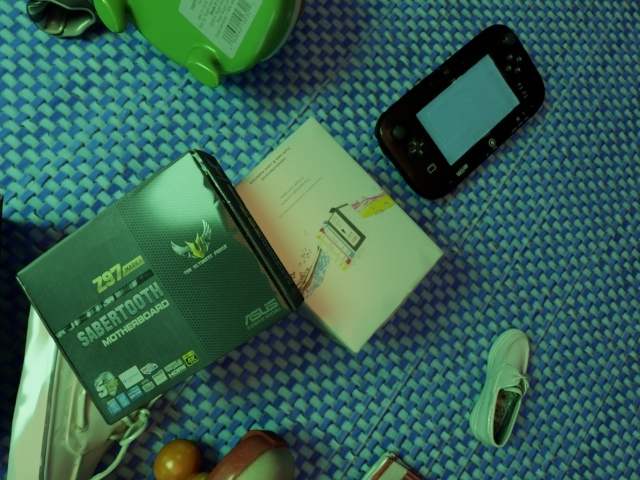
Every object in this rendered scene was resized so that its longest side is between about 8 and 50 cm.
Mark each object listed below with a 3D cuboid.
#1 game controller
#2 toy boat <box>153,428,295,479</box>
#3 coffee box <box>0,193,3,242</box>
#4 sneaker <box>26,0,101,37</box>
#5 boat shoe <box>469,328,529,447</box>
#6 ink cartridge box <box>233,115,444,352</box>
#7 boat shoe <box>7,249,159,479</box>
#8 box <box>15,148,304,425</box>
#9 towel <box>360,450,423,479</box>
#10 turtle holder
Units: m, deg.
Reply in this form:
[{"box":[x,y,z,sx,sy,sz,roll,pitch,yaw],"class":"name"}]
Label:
[{"box":[0.237,-0.212,0.658,0.319,0.067,0.166,-41,93,-12],"class":"game controller"},{"box":[-0.154,0.318,0.502,0.151,0.151,0.231,37,76,26],"class":"toy boat"},{"box":[-0.421,0.102,0.426,0.119,0.168,0.297,3,83,-40],"class":"coffee box"},{"box":[-0.387,-0.383,0.542,0.226,0.086,0.163,25,77,-9],"class":"sneaker"},{"box":[0.288,0.226,0.621,0.066,0.063,0.184,32,79,-6],"class":"boat shoe"},{"box":[0.000,0.000,0.533,0.232,0.171,0.168,45,78,-4],"class":"ink cartridge box"},{"box":[-0.264,0.196,0.493,0.157,0.136,0.366,4,76,-21],"class":"boat shoe"},{"box":[-0.161,0.048,0.409,0.233,0.059,0.183,-32,88,7],"class":"box"},{"box":[0.135,0.502,0.576,0.329,0.037,0.237,45,80,-2],"class":"towel"},{"box":[-0.164,-0.370,0.526,0.321,0.243,0.227,19,43,11],"class":"turtle holder"}]
